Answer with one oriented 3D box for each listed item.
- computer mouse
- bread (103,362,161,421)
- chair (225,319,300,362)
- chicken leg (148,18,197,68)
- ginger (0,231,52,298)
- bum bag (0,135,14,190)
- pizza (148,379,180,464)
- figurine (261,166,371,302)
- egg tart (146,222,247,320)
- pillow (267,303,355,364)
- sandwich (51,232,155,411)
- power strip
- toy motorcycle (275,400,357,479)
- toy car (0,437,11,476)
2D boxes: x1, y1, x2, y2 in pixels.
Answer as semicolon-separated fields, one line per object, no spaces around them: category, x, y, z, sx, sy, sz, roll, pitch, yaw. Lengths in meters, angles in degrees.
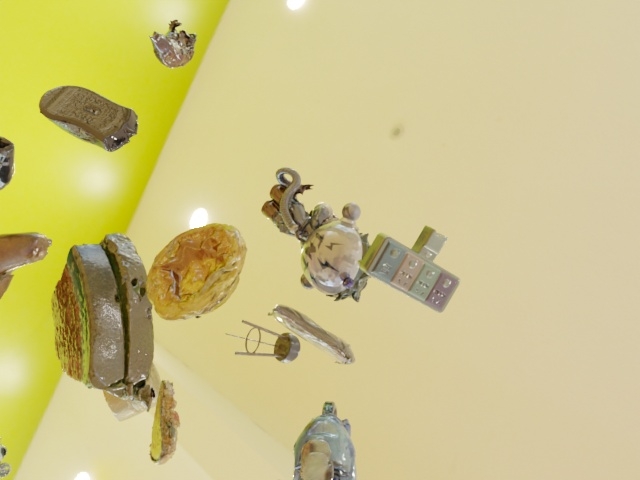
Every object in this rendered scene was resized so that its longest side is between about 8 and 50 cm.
computer mouse;-0.603;-0.316;1.533;0.088;0.264;0.147;105;11;-55
bread;-0.541;0.427;1.682;0.141;0.134;0.148;-24;-116;-11
chair;-0.176;0.314;1.784;0.095;0.221;0.104;-1;-108;57
chicken leg;-0.357;-0.475;1.413;0.063;0.105;0.234;-26;-156;19
ginger;-0.623;0.104;1.037;0.133;0.107;0.309;13;-108;35
bum bag;-0.659;-0.181;1.017;0.123;0.248;0.060;-50;-168;37
pizza;-0.369;0.432;1.385;0.185;0.052;0.195;-34;-129;56
figurine;0.000;0.003;1.508;0.382;0.186;0.261;46;-50;35
egg tart;-0.133;0.038;0.630;0.130;0.052;0.130;-16;-134;18
pillow;-0.018;0.236;1.479;0.059;0.255;0.169;-56;178;-12
sandwich;-0.370;0.129;0.960;0.212;0.109;0.292;-6;-99;41
power strip;0.197;0.042;1.178;0.145;0.215;0.061;-59;-153;4
toy motorcycle;0.022;0.434;0.960;0.241;0.182;0.319;148;-55;-66
toy car;-0.627;0.477;1.093;0.095;0.056;0.205;13;-89;56
